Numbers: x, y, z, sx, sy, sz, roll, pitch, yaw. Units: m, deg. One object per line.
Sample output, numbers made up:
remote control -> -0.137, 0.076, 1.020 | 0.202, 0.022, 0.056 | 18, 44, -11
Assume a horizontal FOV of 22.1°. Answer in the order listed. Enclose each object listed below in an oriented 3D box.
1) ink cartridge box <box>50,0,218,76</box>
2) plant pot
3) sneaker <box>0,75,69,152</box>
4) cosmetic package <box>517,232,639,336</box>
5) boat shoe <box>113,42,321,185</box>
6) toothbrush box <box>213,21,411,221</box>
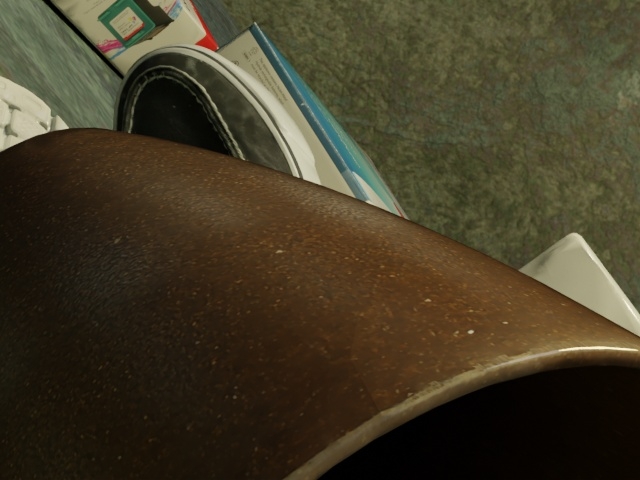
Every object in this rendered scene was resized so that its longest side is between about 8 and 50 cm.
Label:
ink cartridge box -> -0.166, -0.209, 1.315 | 0.134, 0.078, 0.231 | 60, 7, 33
plant pot -> -0.031, 0.062, 0.489 | 0.230, 0.215, 0.215 | 43, -4, 44
sneaker -> -0.131, -0.018, 0.747 | 0.158, 0.065, 0.061 | 33, 40, -15
cosmetic package -> 0.149, 0.150, 1.143 | 0.161, 0.230, 0.453 | 57, 6, 15
boat shoe -> -0.058, 0.016, 0.841 | 0.105, 0.113, 0.306 | 34, 37, -58
toothbrush box -> 0.000, 0.000, 1.274 | 0.216, 0.126, 0.295 | 59, 6, 27
